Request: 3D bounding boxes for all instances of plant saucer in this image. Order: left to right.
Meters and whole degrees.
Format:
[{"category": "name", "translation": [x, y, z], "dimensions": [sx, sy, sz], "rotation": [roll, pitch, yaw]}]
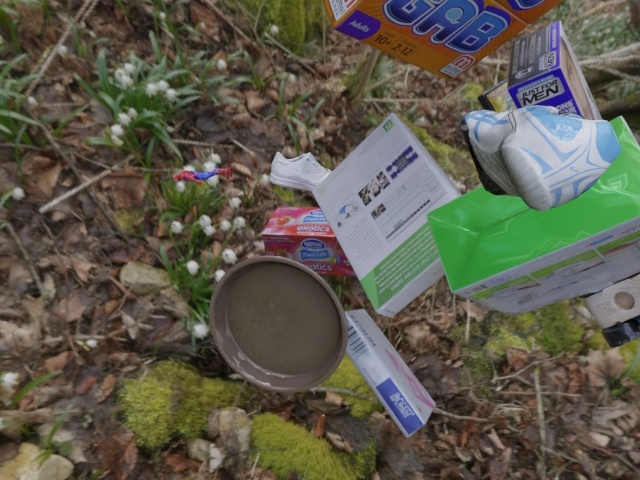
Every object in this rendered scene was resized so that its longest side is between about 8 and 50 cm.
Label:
[{"category": "plant saucer", "translation": [-0.079, 0.157, 1.065], "dimensions": [0.278, 0.041, 0.278], "rotation": [4, 106, 15]}]

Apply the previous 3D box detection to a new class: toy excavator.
[{"category": "toy excavator", "translation": [0.972, 0.169, 1.772], "dimensions": [0.445, 0.433, 0.222], "rotation": [-14, 70, -40]}]

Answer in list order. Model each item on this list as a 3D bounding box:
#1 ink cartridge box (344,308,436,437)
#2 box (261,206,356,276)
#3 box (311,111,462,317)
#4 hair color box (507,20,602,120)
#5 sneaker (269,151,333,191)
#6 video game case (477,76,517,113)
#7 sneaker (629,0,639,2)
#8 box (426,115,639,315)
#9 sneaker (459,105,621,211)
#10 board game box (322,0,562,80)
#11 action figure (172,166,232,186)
[{"category": "ink cartridge box", "translation": [0.174, 0.325, 1.469], "dimensions": [0.071, 0.330, 0.324], "rotation": [-40, 76, 11]}, {"category": "box", "translation": [0.000, 0.000, 1.381], "dimensions": [0.257, 0.123, 0.128], "rotation": [3, 36, 17]}, {"category": "box", "translation": [0.131, -0.054, 1.020], "dimensions": [0.232, 0.058, 0.322], "rotation": [-43, 48, 20]}, {"category": "hair color box", "translation": [0.499, -0.244, 1.137], "dimensions": [0.110, 0.339, 0.185], "rotation": [-19, 36, 37]}, {"category": "sneaker", "translation": [-0.019, -0.176, 1.421], "dimensions": [0.212, 0.080, 0.094], "rotation": [7, 110, -9]}, {"category": "video game case", "translation": [0.583, -0.341, 1.471], "dimensions": [0.275, 0.035, 0.248], "rotation": [-34, 93, -14]}, {"category": "sneaker", "translation": [0.404, -0.317, 0.535], "dimensions": [0.150, 0.135, 0.366], "rotation": [-24, 29, -4]}, {"category": "box", "translation": [0.320, -0.008, 0.747], "dimensions": [0.262, 0.231, 0.127], "rotation": [-29, 61, 30]}, {"category": "sneaker", "translation": [0.189, -0.086, 0.516], "dimensions": [0.086, 0.237, 0.085], "rotation": [-24, 107, 6]}, {"category": "board game box", "translation": [0.207, -0.553, 0.936], "dimensions": [0.356, 0.356, 0.356], "rotation": [2, 64, -46]}, {"category": "action figure", "translation": [-0.228, -0.122, 1.070], "dimensions": [0.115, 0.038, 0.030], "rotation": [0, 114, 10]}]
